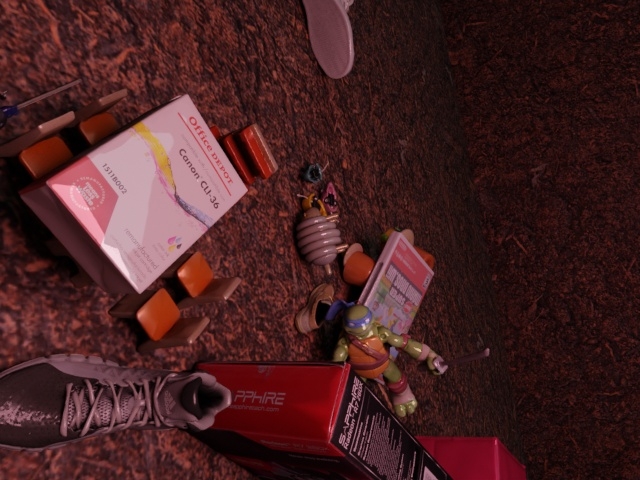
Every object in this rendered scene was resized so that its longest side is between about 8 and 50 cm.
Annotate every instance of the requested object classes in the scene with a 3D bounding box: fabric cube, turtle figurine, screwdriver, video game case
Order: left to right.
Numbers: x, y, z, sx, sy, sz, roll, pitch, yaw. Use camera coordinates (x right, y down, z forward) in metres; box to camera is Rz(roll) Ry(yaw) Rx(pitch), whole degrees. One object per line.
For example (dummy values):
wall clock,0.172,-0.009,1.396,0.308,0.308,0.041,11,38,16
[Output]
screwdriver,-0.300,-0.136,0.476,0.170,0.024,0.025,-63,162,-57
turtle figurine,0.106,0.252,0.790,0.198,0.275,0.266,-43,140,-27
video game case,0.145,0.149,0.997,0.204,0.025,0.285,42,71,-46
fabric cube,0.278,0.567,0.952,0.254,0.259,0.258,47,41,-40

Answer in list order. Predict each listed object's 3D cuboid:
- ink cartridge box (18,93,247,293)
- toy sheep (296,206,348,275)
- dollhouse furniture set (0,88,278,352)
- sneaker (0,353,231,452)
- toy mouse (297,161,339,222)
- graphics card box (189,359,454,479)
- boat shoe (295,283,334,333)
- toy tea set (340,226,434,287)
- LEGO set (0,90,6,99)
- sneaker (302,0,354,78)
ink cartridge box,-0.151,-0.057,0.442,0.198,0.067,0.115,-53,125,-39
toy sheep,0.000,0.000,0.861,0.091,0.091,0.132,5,63,-59
dollhouse furniture set,-0.171,-0.046,0.539,0.262,0.135,0.259,64,33,-23
sneaker,-0.181,0.147,0.442,0.229,0.132,0.086,16,65,-50
toy mouse,-0.005,-0.104,0.947,0.161,0.031,0.143,42,45,-46
graphics card box,0.012,0.291,0.629,0.371,0.233,0.094,53,41,-37
boat shoe,0.002,0.124,0.859,0.050,0.045,0.135,66,32,-21
toy tea set,0.148,0.062,1.106,0.336,0.124,0.200,38,77,-52
LEGO set,-0.325,-0.170,0.434,0.083,0.023,0.054,55,37,-34
sneaker,0.040,-0.531,1.106,0.169,0.108,0.292,-27,102,-56
